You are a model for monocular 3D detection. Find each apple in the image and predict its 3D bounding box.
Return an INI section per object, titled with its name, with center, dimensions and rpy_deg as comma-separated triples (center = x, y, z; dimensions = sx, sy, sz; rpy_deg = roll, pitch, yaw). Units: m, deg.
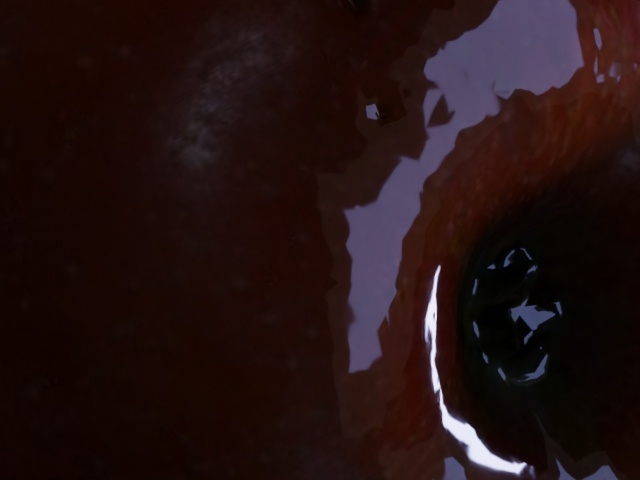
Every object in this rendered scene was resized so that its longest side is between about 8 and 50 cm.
[apple]
center = 0.000, 0.000, 0.624
dimensions = 0.277, 0.348, 0.349
rpy_deg = 13, -61, 55
